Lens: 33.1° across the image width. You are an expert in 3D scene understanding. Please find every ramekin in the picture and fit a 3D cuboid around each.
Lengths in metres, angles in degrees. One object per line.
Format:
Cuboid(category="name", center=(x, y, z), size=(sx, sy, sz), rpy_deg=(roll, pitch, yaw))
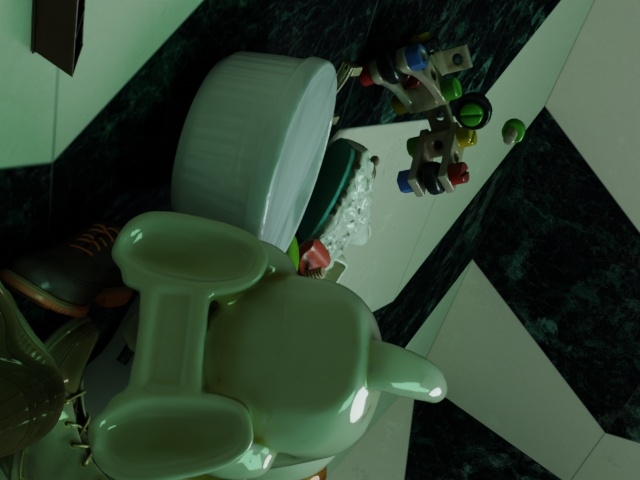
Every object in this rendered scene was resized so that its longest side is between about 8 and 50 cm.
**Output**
Cuboid(category="ramekin", center=(-0.082, -0.104, 1.313), size=(0.273, 0.127, 0.273), rpy_deg=(18, 90, -81))

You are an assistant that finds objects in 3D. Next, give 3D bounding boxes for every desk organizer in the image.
Cuboid(category="desk organizer", center=(-0.219, -0.214, 0.950), size=(0.047, 0.050, 0.130), rpy_deg=(-41, 158, -41))

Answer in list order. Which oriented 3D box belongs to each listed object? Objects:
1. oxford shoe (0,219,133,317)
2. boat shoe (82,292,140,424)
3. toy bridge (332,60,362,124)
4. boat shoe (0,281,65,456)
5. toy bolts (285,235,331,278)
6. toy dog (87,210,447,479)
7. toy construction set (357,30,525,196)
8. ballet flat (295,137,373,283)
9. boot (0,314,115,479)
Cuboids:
Cuboid(category="oxford shoe", center=(-0.269, 0.020, 1.200), size=(0.098, 0.097, 0.271), rpy_deg=(-61, 173, 6))
Cuboid(category="boat shoe", center=(-0.272, 0.182, 1.499), size=(0.267, 0.096, 0.088), rpy_deg=(-60, 160, -14))
Cuboid(category="toy bridge", center=(0.003, -0.189, 1.662), size=(0.063, 0.026, 0.188), rpy_deg=(-20, 141, -61))
Cuboid(category="boat shoe", center=(-0.343, 0.092, 1.061), size=(0.123, 0.123, 0.342), rpy_deg=(-25, 145, -13))
Cuboid(category="toy bolts", center=(-0.096, 0.008, 1.611), size=(0.228, 0.158, 0.218), rpy_deg=(53, 29, -47))
Cuboid(category="toy dog", center=(-0.064, 0.159, 1.276), size=(0.408, 0.395, 0.285), rpy_deg=(87, -3, -70))
Cuboid(category="toy construction set", center=(0.158, -0.202, 1.799), size=(0.309, 0.257, 0.237), rpy_deg=(-42, -174, 32))
Cuboid(category="ballet flat", center=(0.000, 0.000, 1.763), size=(0.147, 0.147, 0.409), rpy_deg=(-31, 160, -54))
Cuboid(category="boot", center=(-0.294, 0.242, 1.340), size=(0.262, 0.203, 0.095), rpy_deg=(-59, 164, 16))
